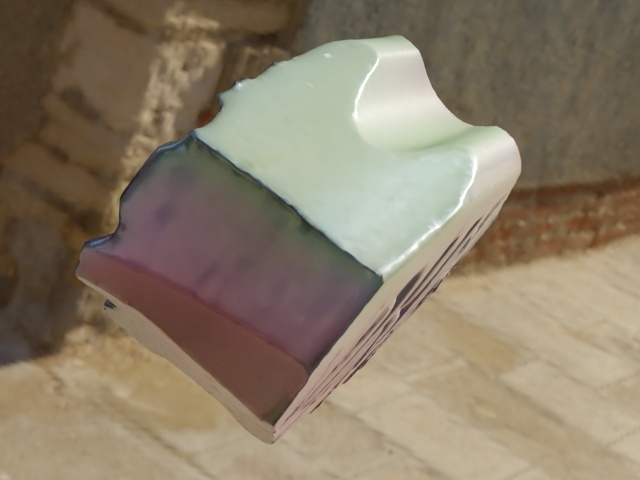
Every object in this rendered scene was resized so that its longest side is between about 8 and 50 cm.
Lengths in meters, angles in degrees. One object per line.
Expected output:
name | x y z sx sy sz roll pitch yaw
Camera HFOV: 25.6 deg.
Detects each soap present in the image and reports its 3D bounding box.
soap | 0.000 0.000 0.693 0.109 0.193 0.324 41 17 8
